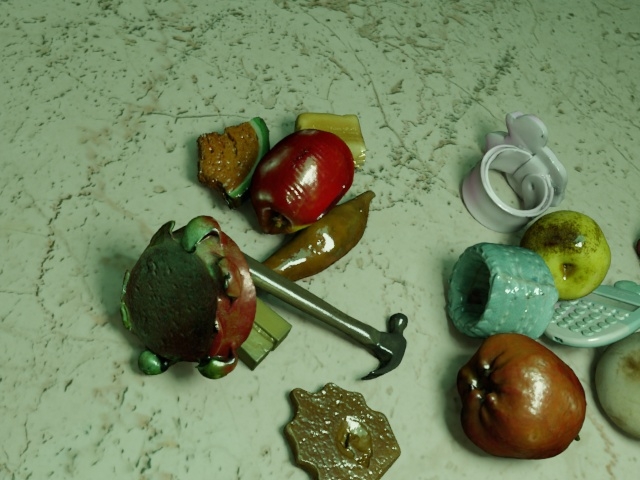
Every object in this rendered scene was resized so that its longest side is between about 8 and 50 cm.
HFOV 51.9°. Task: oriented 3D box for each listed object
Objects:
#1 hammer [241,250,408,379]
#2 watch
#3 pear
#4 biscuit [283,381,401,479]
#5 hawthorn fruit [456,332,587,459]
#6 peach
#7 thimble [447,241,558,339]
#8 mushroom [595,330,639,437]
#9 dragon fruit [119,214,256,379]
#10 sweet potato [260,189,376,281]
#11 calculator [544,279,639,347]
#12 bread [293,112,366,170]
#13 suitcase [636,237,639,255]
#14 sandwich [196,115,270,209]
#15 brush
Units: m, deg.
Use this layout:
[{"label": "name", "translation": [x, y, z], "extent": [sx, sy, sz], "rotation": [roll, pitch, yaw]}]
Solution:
[{"label": "hammer", "translation": [-0.028, 0.113, 1.226], "extent": [0.440, 0.044, 0.168], "rotation": [31, 47, -12]}, {"label": "watch", "translation": [0.445, -0.154, 1.554], "extent": [0.217, 0.211, 0.248], "rotation": [-30, 80, -25]}, {"label": "pear", "translation": [0.535, 0.028, 1.451], "extent": [0.197, 0.197, 0.197], "rotation": [10, 55, -14]}, {"label": "biscuit", "translation": [0.026, 0.339, 1.149], "extent": [0.215, 0.034, 0.182], "rotation": [42, 53, 13]}, {"label": "hawthorn fruit", "translation": [0.382, 0.300, 1.209], "extent": [0.261, 0.224, 0.224], "rotation": [26, 51, -21]}, {"label": "peach", "translation": [-0.018, -0.140, 1.317], "extent": [0.267, 0.154, 0.158], "rotation": [-41, 122, -27]}, {"label": "thimble", "translation": [0.359, 0.103, 1.312], "extent": [0.143, 0.235, 0.198], "rotation": [9, 84, -15]}, {"label": "mushroom", "translation": [0.678, 0.296, 1.338], "extent": [0.226, 0.178, 0.226], "rotation": [-8, 61, 15]}, {"label": "dragon fruit", "translation": [-0.216, 0.097, 1.101], "extent": [0.268, 0.295, 0.130], "rotation": [41, 24, 19]}, {"label": "sweet potato", "translation": [0.004, -0.001, 1.327], "extent": [0.112, 0.112, 0.359], "rotation": [42, 58, 10]}, {"label": "calculator", "translation": [0.604, 0.156, 1.423], "extent": [0.295, 0.042, 0.184], "rotation": [-22, 24, -30]}, {"label": "bread", "translation": [0.018, -0.222, 1.495], "extent": [0.173, 0.085, 0.134], "rotation": [-1, 65, -22]}, {"label": "suitcase", "translation": [0.932, 0.078, 1.581], "extent": [0.236, 0.161, 0.297], "rotation": [-3, 59, -22]}, {"label": "sandwich", "translation": [-0.181, -0.155, 1.390], "extent": [0.159, 0.079, 0.235], "rotation": [-2, 54, -10]}, {"label": "brush", "translation": [-0.174, 0.125, 1.214], "extent": [0.233, 0.047, 0.103], "rotation": [39, 53, 10]}]
